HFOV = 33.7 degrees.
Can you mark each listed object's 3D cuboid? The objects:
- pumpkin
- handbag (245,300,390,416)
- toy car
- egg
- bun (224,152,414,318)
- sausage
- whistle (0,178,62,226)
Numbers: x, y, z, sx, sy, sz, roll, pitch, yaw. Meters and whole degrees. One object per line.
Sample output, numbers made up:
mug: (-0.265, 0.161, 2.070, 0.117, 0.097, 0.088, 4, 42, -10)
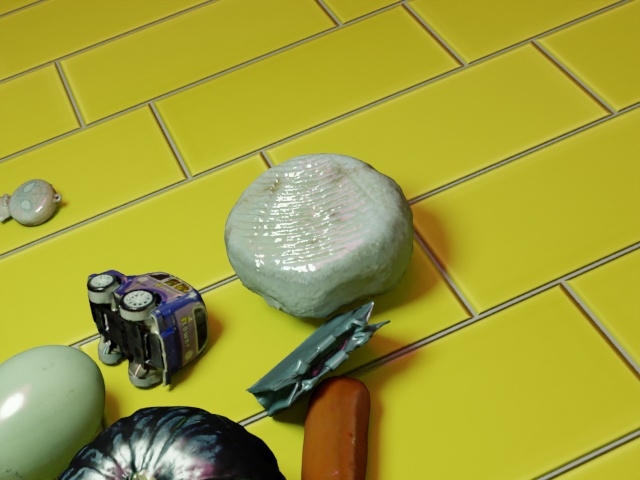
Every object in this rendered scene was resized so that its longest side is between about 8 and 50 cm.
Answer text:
pumpkin: (-0.215, 0.412, 1.495, 0.363, 0.266, 0.363, -6, 49, 7)
handbag: (-0.003, 0.194, 1.734, 0.229, 0.179, 0.062, -39, 93, -24)
toy car: (-0.311, 0.137, 1.891, 0.235, 0.172, 0.158, 25, 40, 37)
egg: (-0.475, 0.293, 1.731, 0.203, 0.203, 0.282, 20, 51, 32)
bun: (0.000, -0.004, 1.915, 0.355, 0.194, 0.354, -8, 45, 8)
sausage: (0.020, 0.348, 1.617, 0.097, 0.094, 0.348, -23, 38, 26)
whistle: (-0.653, -0.073, 2.268, 0.220, 0.057, 0.107, -9, 57, 13)
